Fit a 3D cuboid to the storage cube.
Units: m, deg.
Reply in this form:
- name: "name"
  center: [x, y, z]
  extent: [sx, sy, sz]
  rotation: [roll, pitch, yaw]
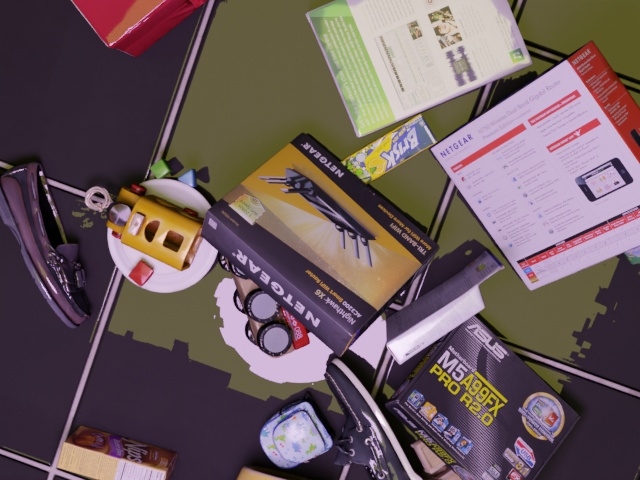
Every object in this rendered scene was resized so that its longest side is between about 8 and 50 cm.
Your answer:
- name: "storage cube"
  center: [-0.308, -0.437, 1.668]
  extent: [0.193, 0.183, 0.215]
  rotation: [-37, 93, 6]

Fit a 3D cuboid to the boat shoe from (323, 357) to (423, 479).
- name: "boat shoe"
  center: [0.081, 0.369, 1.738]
  extent: [0.113, 0.127, 0.340]
  rotation: [-31, 90, -8]

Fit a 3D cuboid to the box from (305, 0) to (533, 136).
- name: "box"
  center: [0.166, -0.341, 1.717]
  extent: [0.322, 0.058, 0.232]
  rotation: [-22, 94, 4]

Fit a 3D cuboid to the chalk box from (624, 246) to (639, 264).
- name: "chalk box"
  center: [0.558, -0.046, 1.668]
  extent: [0.132, 0.132, 0.213]
  rotation: [-35, 92, -16]

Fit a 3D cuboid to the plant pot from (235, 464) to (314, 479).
- name: "plant pot"
  center: [-0.084, 0.521, 1.729]
  extent: [0.254, 0.254, 0.238]
  rotation: [14, 82, 2]

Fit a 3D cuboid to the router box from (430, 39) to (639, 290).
- name: "router box"
  center: [0.379, -0.105, 1.604]
  extent: [0.082, 0.335, 0.301]
  rotation: [-37, 94, -36]

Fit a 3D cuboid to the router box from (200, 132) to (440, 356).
- name: "router box"
  center: [0.000, 0.000, 1.646]
  extent: [0.309, 0.081, 0.243]
  rotation: [40, 57, 10]

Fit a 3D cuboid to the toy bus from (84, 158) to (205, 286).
- name: "toy bus"
  center: [-0.291, -0.028, 1.697]
  extent: [0.202, 0.104, 0.190]
  rotation: [-21, 92, 7]

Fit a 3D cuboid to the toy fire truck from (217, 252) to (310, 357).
- name: "toy fire truck"
  center: [-0.022, 0.065, 1.735]
  extent: [0.246, 0.158, 0.217]
  rotation: [-22, 100, -15]

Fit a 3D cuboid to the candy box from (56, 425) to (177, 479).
- name: "candy box"
  center: [-0.356, 0.387, 1.787]
  extent: [0.187, 0.109, 0.053]
  rotation: [17, 96, 1]

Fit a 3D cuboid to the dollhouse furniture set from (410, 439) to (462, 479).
- name: "dollhouse furniture set"
  center: [0.254, 0.396, 1.782]
  extent: [0.161, 0.101, 0.181]
  rotation: [-28, 92, -20]

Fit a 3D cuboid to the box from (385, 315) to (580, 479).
- name: "box"
  center: [0.277, 0.290, 1.722]
  extent: [0.270, 0.060, 0.216]
  rotation: [44, 68, -1]

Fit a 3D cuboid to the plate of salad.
- name: "plate of salad"
  center: [-0.273, -0.009, 1.774]
  extent: [0.200, 0.048, 0.199]
  rotation: [0, 95, 5]

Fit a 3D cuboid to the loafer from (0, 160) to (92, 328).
- name: "loafer"
  center: [-0.469, 0.004, 1.761]
  extent: [0.095, 0.109, 0.302]
  rotation: [-29, 90, 1]

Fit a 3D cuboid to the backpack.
- name: "backpack"
  center: [-0.046, 0.344, 1.779]
  extent: [0.114, 0.084, 0.105]
  rotation: [-31, 91, 8]

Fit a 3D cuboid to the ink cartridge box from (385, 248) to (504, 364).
- name: "ink cartridge box"
  center: [0.209, 0.106, 1.673]
  extent: [0.224, 0.223, 0.045]
  rotation: [-35, 93, 7]

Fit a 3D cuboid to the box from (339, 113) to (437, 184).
- name: "box"
  center: [0.114, -0.150, 1.738]
  extent: [0.169, 0.054, 0.059]
  rotation: [-31, 93, 6]
